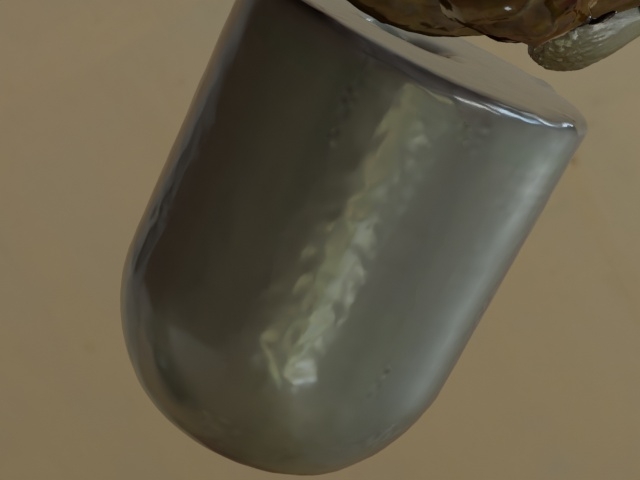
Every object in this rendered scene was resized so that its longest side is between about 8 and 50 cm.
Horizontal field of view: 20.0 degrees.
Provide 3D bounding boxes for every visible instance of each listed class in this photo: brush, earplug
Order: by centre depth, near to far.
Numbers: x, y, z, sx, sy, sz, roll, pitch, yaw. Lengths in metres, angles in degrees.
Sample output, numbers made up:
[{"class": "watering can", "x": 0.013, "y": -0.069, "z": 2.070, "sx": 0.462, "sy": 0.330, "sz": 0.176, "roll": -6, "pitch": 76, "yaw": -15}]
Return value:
[{"class": "brush", "x": 0.260, "y": -0.154, "z": 1.053, "sx": 0.299, "sy": 0.042, "sz": 0.039, "roll": -17, "pitch": -149, "yaw": -5}, {"class": "earplug", "x": 0.000, "y": 0.000, "z": 1.540, "sx": 0.394, "sy": 0.312, "sz": 0.312, "roll": -63, "pitch": -160, "yaw": 13}]

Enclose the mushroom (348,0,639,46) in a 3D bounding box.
[{"class": "mushroom", "x": 0.105, "y": -0.194, "z": 0.864, "sx": 0.263, "sy": 0.195, "sz": 0.283, "roll": -12, "pitch": -173, "yaw": 21}]
